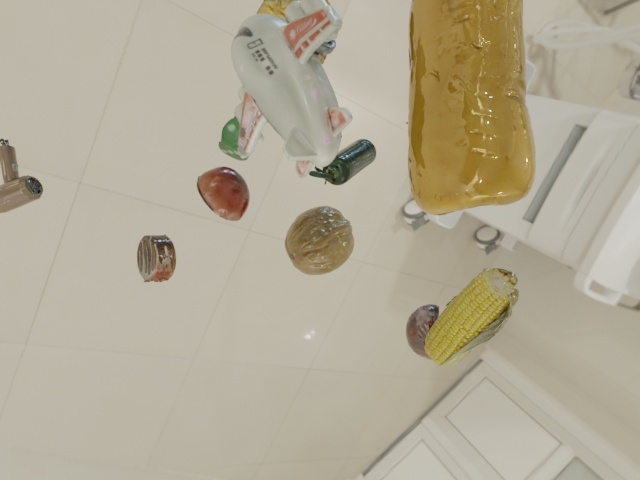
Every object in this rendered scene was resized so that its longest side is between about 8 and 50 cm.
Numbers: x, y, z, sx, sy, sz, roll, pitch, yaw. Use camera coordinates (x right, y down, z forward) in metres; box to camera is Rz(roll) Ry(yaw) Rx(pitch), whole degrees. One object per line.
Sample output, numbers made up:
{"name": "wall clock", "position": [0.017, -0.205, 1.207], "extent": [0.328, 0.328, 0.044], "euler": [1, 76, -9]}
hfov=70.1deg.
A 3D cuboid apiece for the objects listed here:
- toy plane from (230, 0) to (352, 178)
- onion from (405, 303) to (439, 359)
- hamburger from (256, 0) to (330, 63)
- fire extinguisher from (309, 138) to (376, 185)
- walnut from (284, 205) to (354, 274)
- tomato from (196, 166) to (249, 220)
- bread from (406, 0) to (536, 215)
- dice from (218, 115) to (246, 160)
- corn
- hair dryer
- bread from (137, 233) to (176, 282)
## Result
{"name": "toy plane", "position": [-0.047, -0.204, 0.618], "extent": [0.118, 0.252, 0.252], "euler": [-10, 120, -43]}
{"name": "onion", "position": [0.307, 0.282, 1.379], "extent": [0.098, 0.151, 0.206], "euler": [4, 123, 14]}
{"name": "hamburger", "position": [-0.048, -0.381, 0.824], "extent": [0.138, 0.083, 0.147], "euler": [16, 139, 5]}
{"name": "fire extinguisher", "position": [0.077, -0.247, 1.462], "extent": [0.311, 0.114, 0.095], "euler": [-45, 156, -53]}
{"name": "walnut", "position": [0.000, -0.001, 1.978], "extent": [0.313, 0.277, 0.252], "euler": [-29, 142, -19]}
{"name": "tomato", "position": [-0.313, -0.174, 1.594], "extent": [0.112, 0.228, 0.199], "euler": [-31, 97, 23]}
{"name": "bread", "position": [0.160, -0.181, 0.521], "extent": [0.091, 0.142, 0.305], "euler": [14, 73, -52]}
{"name": "dice", "position": [-0.313, -0.391, 1.754], "extent": [0.120, 0.128, 0.131], "euler": [27, 75, -1]}
{"name": "corn", "position": [0.372, 0.195, 1.143], "extent": [0.123, 0.122, 0.305], "euler": [-39, 162, -54]}
{"name": "hair dryer", "position": [-0.738, -0.165, 1.089], "extent": [0.117, 0.181, 0.064], "euler": [-20, 168, 9]}
{"name": "bread", "position": [-0.536, 0.058, 1.483], "extent": [0.073, 0.160, 0.160], "euler": [2, 114, -48]}
